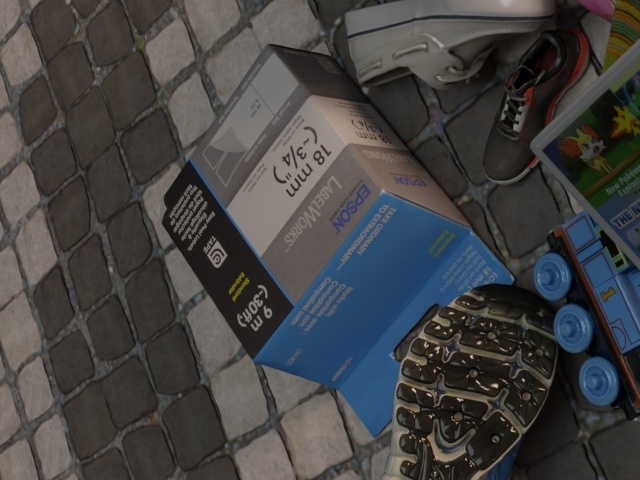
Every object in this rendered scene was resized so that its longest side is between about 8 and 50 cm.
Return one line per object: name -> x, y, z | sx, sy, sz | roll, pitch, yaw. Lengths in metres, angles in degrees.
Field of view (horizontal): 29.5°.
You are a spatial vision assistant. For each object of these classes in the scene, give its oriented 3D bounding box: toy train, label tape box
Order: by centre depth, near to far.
toy train -> 0.251, 0.058, 1.019 | 0.105, 0.080, 0.184 | -42, 61, 46
label tape box -> 0.000, 0.000, 1.228 | 0.240, 0.106, 0.333 | -53, 57, 26

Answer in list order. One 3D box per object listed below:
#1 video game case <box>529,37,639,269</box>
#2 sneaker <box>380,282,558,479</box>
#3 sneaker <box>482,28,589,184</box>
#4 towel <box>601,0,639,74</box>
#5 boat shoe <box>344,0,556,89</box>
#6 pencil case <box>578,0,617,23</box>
video game case -> 0.329, -0.037, 0.838 | 0.300, 0.036, 0.329 | 49, 149, 5
sneaker -> 0.115, 0.193, 1.100 | 0.130, 0.147, 0.330 | 24, 82, 13
sneaker -> 0.182, -0.126, 1.107 | 0.061, 0.065, 0.158 | 36, 110, 36
towel -> 0.258, -0.102, 0.964 | 0.102, 0.021, 0.237 | 49, 162, 28
boat shoe -> 0.115, -0.185, 1.134 | 0.267, 0.096, 0.088 | 3, 101, 51
pencil case -> 0.300, -0.213, 0.945 | 0.386, 0.160, 0.167 | 45, 130, 35
